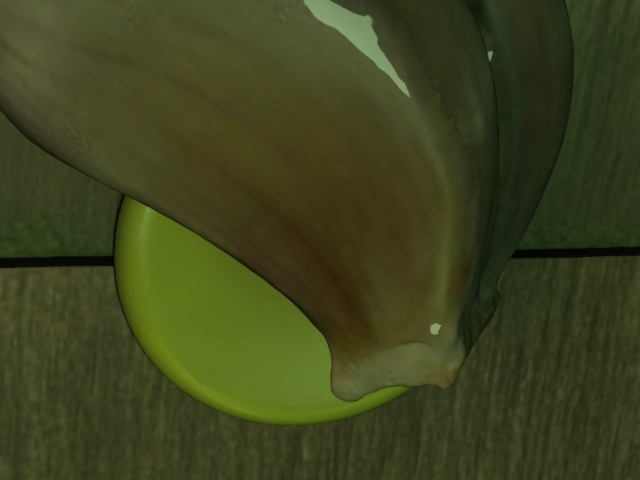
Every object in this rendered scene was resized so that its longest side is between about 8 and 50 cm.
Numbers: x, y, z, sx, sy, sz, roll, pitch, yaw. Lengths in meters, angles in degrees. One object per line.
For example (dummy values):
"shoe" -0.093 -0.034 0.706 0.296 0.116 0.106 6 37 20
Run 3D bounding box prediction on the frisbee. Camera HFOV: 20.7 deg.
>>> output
"frisbee" 0.000 0.000 0.983 0.236 0.017 0.236 -6 114 -14

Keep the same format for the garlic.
"garlic" -0.033 -0.110 0.861 0.340 0.231 0.246 26 134 4
